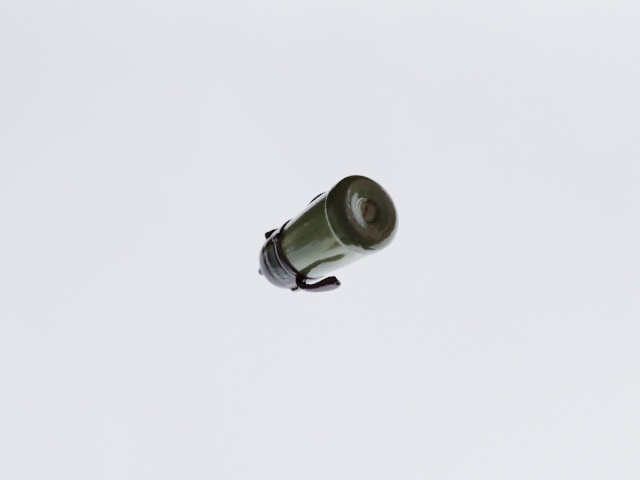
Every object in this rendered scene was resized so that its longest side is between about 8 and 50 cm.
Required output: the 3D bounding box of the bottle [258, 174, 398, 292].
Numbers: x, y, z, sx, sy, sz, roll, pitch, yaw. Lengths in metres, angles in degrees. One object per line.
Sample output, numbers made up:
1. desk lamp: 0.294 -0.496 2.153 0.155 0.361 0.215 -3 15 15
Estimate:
1. bottle: 0.001 -0.001 0.912 0.047 0.063 0.101 47 -40 -10
